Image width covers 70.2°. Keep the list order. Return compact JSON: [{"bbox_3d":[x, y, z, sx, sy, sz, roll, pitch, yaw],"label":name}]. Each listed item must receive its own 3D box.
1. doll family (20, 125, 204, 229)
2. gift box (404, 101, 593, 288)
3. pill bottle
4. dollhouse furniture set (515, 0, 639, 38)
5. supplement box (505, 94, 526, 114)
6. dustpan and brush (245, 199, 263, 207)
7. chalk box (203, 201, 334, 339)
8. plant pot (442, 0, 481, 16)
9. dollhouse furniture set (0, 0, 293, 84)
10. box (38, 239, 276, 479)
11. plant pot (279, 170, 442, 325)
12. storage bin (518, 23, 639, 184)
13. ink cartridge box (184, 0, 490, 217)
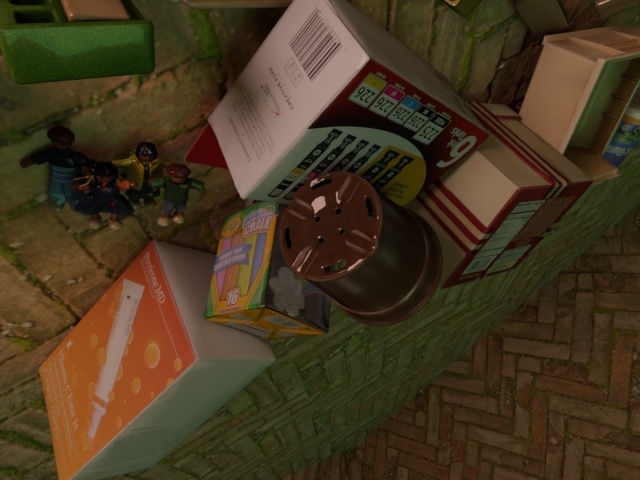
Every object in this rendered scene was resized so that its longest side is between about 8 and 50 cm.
[{"bbox_3d":[-0.242,-0.075,0.543,0.192,0.076,0.111,-9,146,-30],"label":"doll family"},{"bbox_3d":[0.241,-0.082,0.803,0.255,0.258,0.276,-4,139,-38],"label":"gift box"},{"bbox_3d":[0.655,-0.231,1.094,0.152,0.152,0.272,-17,144,-27],"label":"pill bottle"},{"bbox_3d":[0.397,-0.421,0.711,0.151,0.123,0.144,-13,166,39],"label":"dollhouse furniture set"},{"bbox_3d":[0.442,-0.239,0.957,0.239,0.073,0.130,-26,147,-12],"label":"supplement box"},{"bbox_3d":[-0.088,-0.012,0.782,0.147,0.060,0.211,8,129,-48],"label":"dustpan and brush"},{"bbox_3d":[-0.066,0.024,0.676,0.132,0.213,0.132,-17,145,38],"label":"chalk box"},{"bbox_3d":[0.181,-0.337,0.578,0.081,0.081,0.083,-49,158,23],"label":"plant pot"},{"bbox_3d":[-0.099,-0.260,0.344,0.301,0.151,0.198,-17,145,-27],"label":"dollhouse furniture set"},{"bbox_3d":[-0.276,0.201,0.743,0.345,0.215,0.168,-44,148,18],"label":"box"},{"bbox_3d":[0.044,0.008,0.548,0.167,0.167,0.165,-41,148,11],"label":"plant pot"},{"bbox_3d":[0.494,-0.235,0.836,0.260,0.123,0.263,-17,135,-22],"label":"storage bin"},{"bbox_3d":[0.028,-0.125,0.602,0.309,0.130,0.272,4,142,-50],"label":"ink cartridge box"}]
